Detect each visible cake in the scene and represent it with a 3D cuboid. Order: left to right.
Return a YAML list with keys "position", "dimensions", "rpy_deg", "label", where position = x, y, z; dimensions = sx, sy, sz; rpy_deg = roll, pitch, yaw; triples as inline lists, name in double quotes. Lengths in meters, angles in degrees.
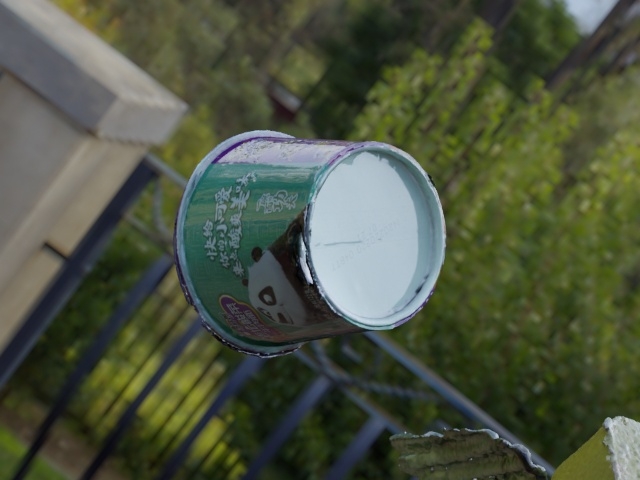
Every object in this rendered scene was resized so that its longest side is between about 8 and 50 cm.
- position: [0.386, 0.340, 2.201]
  dimensions: [0.179, 0.156, 0.260]
  rpy_deg: [33, 28, -27]
  label: "cake"

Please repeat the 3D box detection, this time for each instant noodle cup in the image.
- position: [0.000, 0.000, 1.872]
  dimensions: [0.251, 0.251, 0.190]
  rpy_deg: [33, -22, -33]
  label: "instant noodle cup"

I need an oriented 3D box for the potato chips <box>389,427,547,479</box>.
- position: [0.122, 0.188, 1.436]
  dimensions: [0.092, 0.028, 0.207]
  rpy_deg: [51, -25, -11]
  label: "potato chips"
